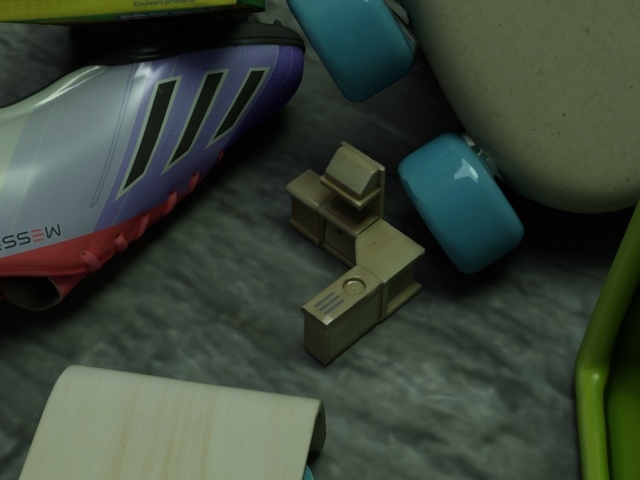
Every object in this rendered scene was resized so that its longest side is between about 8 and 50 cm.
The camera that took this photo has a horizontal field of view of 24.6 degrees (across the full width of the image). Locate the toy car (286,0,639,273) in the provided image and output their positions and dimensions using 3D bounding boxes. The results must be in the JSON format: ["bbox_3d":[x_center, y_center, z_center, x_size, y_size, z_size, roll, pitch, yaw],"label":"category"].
[{"bbox_3d":[0.115,-0.131,0.828,0.219,0.210,0.238,-32,13,6],"label":"toy car"}]

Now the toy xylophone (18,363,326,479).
[{"bbox_3d":[-0.049,0.178,0.579,0.236,0.081,0.322,14,49,11],"label":"toy xylophone"}]

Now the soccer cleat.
[{"bbox_3d":[-0.128,-0.029,0.772,0.318,0.108,0.116,-23,83,-33],"label":"soccer cleat"}]

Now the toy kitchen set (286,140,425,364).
[{"bbox_3d":[0.000,0.000,0.753,0.083,0.068,0.075,36,56,28],"label":"toy kitchen set"}]

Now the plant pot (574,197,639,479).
[{"bbox_3d":[0.236,0.076,0.591,0.207,0.227,0.228,6,46,-4],"label":"plant pot"}]

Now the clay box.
[{"bbox_3d":[-0.102,-0.146,0.806,0.127,0.053,0.222,-4,8,3],"label":"clay box"}]
